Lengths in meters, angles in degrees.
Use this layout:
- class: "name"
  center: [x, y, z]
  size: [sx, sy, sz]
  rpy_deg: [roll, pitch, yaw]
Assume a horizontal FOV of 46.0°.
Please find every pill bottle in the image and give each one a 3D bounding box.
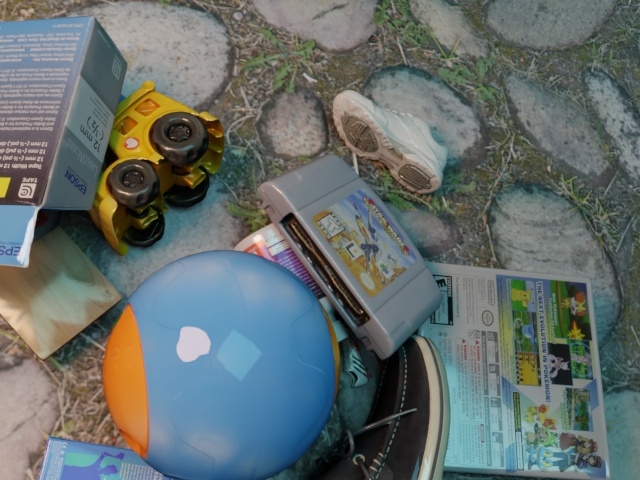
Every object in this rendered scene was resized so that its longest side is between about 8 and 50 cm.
- class: "pill bottle"
  center: [-0.040, 0.075, 1.100]
  size: [0.108, 0.108, 0.193]
  rpy_deg: [-25, 80, -27]

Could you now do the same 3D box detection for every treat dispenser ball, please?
- class: "treat dispenser ball"
  center: [-0.118, 0.156, 0.929]
  size: [0.288, 0.288, 0.288]
  rpy_deg: [8, 67, -18]

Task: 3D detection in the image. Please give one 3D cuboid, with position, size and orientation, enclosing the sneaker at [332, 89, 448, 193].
- class: "sneaker"
  center: [0.123, -0.184, 1.289]
  size: [0.232, 0.090, 0.115]
  rpy_deg: [39, 54, -13]

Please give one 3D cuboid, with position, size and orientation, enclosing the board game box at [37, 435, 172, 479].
- class: "board game box"
  center: [-0.254, 0.344, 0.945]
  size: [0.210, 0.047, 0.160]
  rpy_deg: [14, 65, -15]

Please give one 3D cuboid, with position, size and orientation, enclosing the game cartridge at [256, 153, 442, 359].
- class: "game cartridge"
  center: [0.054, 0.010, 1.112]
  size: [0.297, 0.062, 0.198]
  rpy_deg: [53, 42, 3]

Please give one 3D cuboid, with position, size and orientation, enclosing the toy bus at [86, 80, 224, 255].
- class: "toy bus"
  center: [-0.278, -0.122, 1.077]
  size: [0.211, 0.149, 0.220]
  rpy_deg: [36, 63, 10]

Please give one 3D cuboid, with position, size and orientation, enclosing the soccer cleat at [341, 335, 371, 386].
- class: "soccer cleat"
  center: [0.047, 0.181, 1.138]
  size: [0.036, 0.029, 0.083]
  rpy_deg: [-20, 82, -31]

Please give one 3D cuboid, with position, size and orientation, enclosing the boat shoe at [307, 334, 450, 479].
- class: "boat shoe"
  center: [0.055, 0.325, 0.980]
  size: [0.156, 0.187, 0.500]
  rpy_deg: [22, 55, -2]

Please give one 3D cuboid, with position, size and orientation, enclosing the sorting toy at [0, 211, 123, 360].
- class: "sorting toy"
  center: [-0.368, 0.067, 1.011]
  size: [0.274, 0.046, 0.132]
  rpy_deg: [48, 61, 1]

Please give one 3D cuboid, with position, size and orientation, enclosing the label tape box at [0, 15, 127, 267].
- class: "label tape box"
  center: [-0.416, -0.115, 0.971]
  size: [0.249, 0.115, 0.347]
  rpy_deg: [1, 68, 13]

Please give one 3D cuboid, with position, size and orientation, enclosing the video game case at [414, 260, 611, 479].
- class: "video game case"
  center: [0.295, 0.202, 1.189]
  size: [0.300, 0.036, 0.329]
  rpy_deg: [6, 66, -6]
